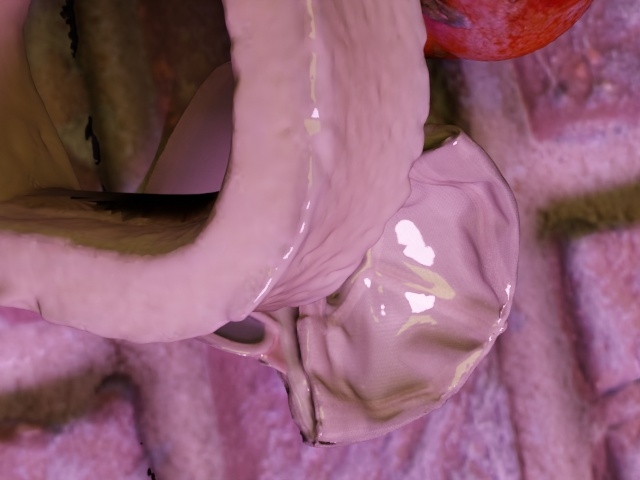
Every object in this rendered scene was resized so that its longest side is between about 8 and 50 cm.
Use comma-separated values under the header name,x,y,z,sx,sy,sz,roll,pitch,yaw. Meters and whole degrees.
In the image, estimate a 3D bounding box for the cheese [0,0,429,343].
name,x,y,z,sx,sy,sz,roll,pitch,yaw
cheese,-0.116,-0.094,1.016,0.332,0.153,0.292,1,95,28

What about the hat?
name,x,y,z,sx,sy,sz,roll,pitch,yaw
hat,0.000,0.000,1.148,0.226,0.164,0.219,33,97,32

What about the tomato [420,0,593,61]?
name,x,y,z,sx,sy,sz,roll,pitch,yaw
tomato,0.087,-0.227,1.112,0.232,0.232,0.189,29,62,-7
